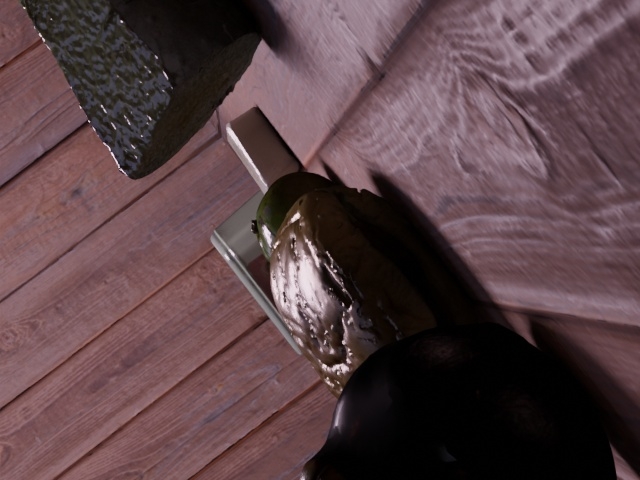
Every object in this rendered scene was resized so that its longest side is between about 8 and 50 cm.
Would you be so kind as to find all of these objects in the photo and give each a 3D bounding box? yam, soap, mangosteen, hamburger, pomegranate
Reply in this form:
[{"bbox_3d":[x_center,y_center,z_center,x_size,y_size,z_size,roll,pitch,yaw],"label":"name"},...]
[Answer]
[{"bbox_3d":[-0.202,-0.241,1.545,0.271,0.201,0.202,45,133,4],"label":"yam"},{"bbox_3d":[-0.090,-0.136,2.296,0.121,0.064,0.183,55,176,1],"label":"soap"},{"bbox_3d":[0.111,0.216,1.278,0.287,0.287,0.233,52,-177,13],"label":"mangosteen"},{"bbox_3d":[0.042,0.073,1.569,0.265,0.134,0.285,49,155,3],"label":"hamburger"},{"bbox_3d":[0.000,0.000,1.939,0.191,0.131,0.152,45,173,7],"label":"pomegranate"}]

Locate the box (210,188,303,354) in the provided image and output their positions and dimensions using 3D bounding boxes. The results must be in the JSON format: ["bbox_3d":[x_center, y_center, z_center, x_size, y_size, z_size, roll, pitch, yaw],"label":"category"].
[{"bbox_3d":[-0.046,0.048,2.616,0.312,0.182,0.175,53,177,-25],"label":"box"}]
